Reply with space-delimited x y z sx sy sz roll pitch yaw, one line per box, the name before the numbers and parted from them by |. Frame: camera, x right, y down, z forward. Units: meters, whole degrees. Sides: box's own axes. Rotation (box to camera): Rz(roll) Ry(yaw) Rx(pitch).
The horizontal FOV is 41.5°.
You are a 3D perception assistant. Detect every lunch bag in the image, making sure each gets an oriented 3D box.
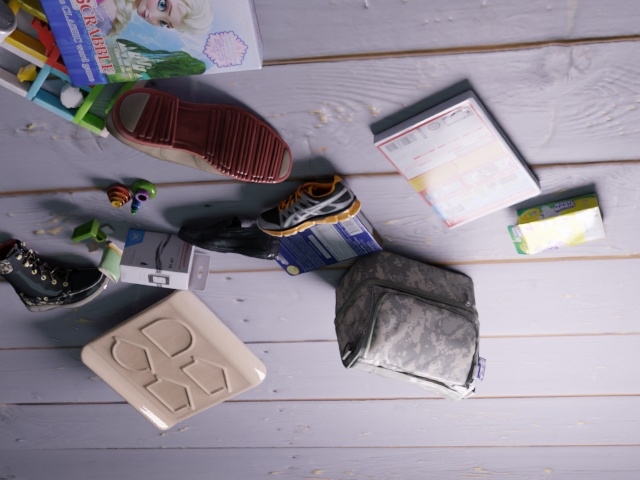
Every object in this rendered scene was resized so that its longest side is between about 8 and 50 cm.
lunch bag | 0.189 0.196 1.808 0.305 0.256 0.212 19 138 -17

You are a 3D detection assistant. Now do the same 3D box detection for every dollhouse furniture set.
dollhouse furniture set | -0.453 0.017 1.790 0.058 0.076 0.152 -18 134 25

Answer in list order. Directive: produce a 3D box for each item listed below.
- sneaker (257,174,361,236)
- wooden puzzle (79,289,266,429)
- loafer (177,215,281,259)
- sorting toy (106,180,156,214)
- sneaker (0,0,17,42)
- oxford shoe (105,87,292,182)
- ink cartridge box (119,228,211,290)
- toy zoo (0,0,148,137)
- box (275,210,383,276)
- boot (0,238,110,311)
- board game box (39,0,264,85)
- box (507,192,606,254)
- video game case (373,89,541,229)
sneaker | -0.030 -0.071 1.658 0.214 0.084 0.083 -15 121 18
wooden puzzle | -0.354 0.284 2.050 0.347 0.080 0.322 -31 116 22
loafer | -0.186 -0.012 1.742 0.223 0.078 0.076 8 174 17
sorting toy | -0.379 -0.083 1.692 0.102 0.042 0.061 -6 139 11
sneaker | -0.640 -0.377 1.304 0.169 0.108 0.292 -31 120 34
oxford shoe | -0.217 -0.185 1.527 0.348 0.123 0.130 19 167 -27
ink cartridge box | -0.326 0.042 1.787 0.180 0.104 0.060 7 139 -5
toy zoo | -0.458 -0.306 1.444 0.293 0.030 0.192 28 134 -25
box | 0.000 0.000 1.761 0.225 0.037 0.136 -18 135 24
boot | -0.603 0.070 1.860 0.236 0.085 0.179 -14 134 21
board game box | -0.267 -0.392 1.274 0.317 0.066 0.319 -5 136 5
box | 0.469 -0.029 1.685 0.179 0.043 0.105 -15 137 18
video game case | 0.260 -0.142 1.582 0.204 0.025 0.285 -23 132 28
